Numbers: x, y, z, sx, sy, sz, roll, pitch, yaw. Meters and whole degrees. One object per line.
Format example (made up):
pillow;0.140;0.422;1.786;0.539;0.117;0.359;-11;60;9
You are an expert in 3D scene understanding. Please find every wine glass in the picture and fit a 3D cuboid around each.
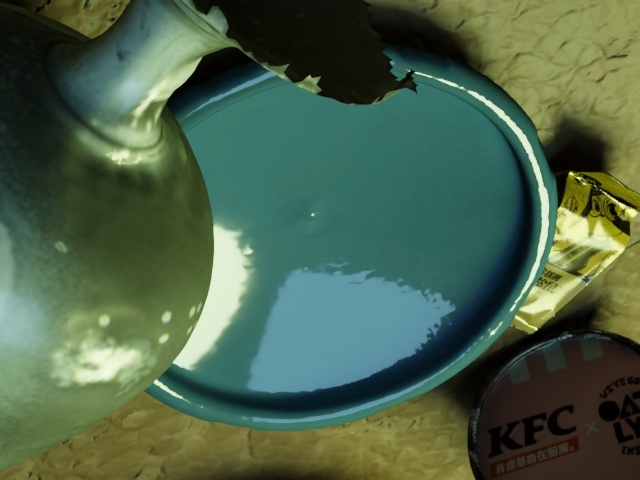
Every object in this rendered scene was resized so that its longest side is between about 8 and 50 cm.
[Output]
wine glass;-0.132;-0.042;0.843;0.238;0.238;0.323;26;122;-41

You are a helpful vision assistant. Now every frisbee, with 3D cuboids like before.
frisbee;-0.002;-0.004;1.068;0.289;0.049;0.289;-8;130;-10

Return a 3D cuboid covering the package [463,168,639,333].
package;0.149;-0.002;1.140;0.071;0.047;0.131;24;123;-34

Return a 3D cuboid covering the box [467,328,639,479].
box;0.191;0.157;1.259;0.151;0.151;0.135;-27;147;6
